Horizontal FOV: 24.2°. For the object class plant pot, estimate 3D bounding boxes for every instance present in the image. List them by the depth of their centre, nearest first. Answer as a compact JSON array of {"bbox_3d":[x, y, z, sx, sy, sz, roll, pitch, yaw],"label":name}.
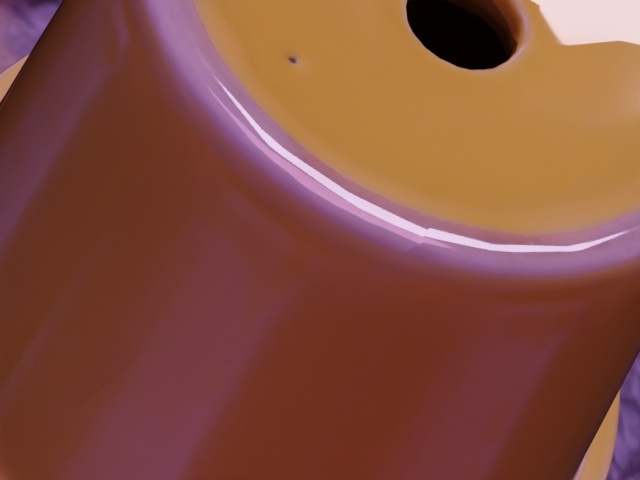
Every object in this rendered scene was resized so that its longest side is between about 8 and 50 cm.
[{"bbox_3d":[0.000,0.000,0.457,0.254,0.239,0.254,10,56,-15],"label":"plant pot"}]
